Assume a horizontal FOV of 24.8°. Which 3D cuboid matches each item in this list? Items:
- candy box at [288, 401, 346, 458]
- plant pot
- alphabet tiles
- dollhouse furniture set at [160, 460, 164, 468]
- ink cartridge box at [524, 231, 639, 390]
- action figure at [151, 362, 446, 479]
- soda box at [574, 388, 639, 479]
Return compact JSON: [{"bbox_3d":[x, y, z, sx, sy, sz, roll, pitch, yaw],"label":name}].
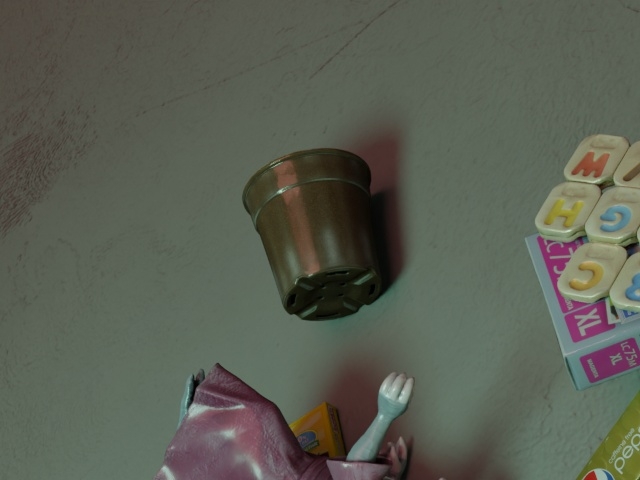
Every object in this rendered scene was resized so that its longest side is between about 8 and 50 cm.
[{"bbox_3d":[-0.056,0.289,1.761,0.206,0.027,0.105,-36,42,23],"label":"candy box"},{"bbox_3d":[0.000,0.000,1.802,0.167,0.167,0.165,-32,55,26],"label":"plant pot"},{"bbox_3d":[0.354,-0.040,1.404,0.284,0.021,0.278,10,53,39],"label":"alphabet tiles"},{"bbox_3d":[-0.158,0.280,1.751,0.144,0.123,0.151,16,78,50],"label":"dollhouse furniture set"},{"bbox_3d":[0.366,0.014,1.403,0.311,0.065,0.185,-20,38,9],"label":"ink cartridge box"},{"bbox_3d":[-0.008,0.276,1.527,0.370,0.248,0.275,20,65,29],"label":"action figure"},{"bbox_3d":[0.302,0.225,1.411,0.181,0.058,0.061,-57,40,11],"label":"soda box"}]
